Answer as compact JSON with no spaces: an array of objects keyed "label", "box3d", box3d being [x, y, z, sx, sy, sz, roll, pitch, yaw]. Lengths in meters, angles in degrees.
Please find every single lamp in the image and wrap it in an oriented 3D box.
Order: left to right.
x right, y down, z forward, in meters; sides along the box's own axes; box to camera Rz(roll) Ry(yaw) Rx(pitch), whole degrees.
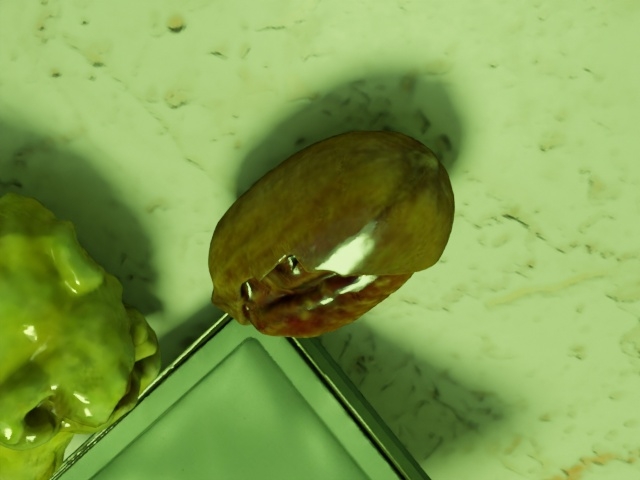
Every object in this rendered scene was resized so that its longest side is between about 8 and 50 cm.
[{"label":"lamp","box3d":[-0.050,0.216,1.106,0.266,0.047,0.269,-42,81,20]}]

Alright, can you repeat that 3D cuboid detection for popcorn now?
[{"label":"popcorn","box3d":[-0.215,0.073,1.072,0.203,0.200,0.226,-7,97,-15]}]

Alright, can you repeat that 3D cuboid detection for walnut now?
[{"label":"walnut","box3d":[0.000,0.000,0.991,0.207,0.115,0.116,-30,117,31]}]
